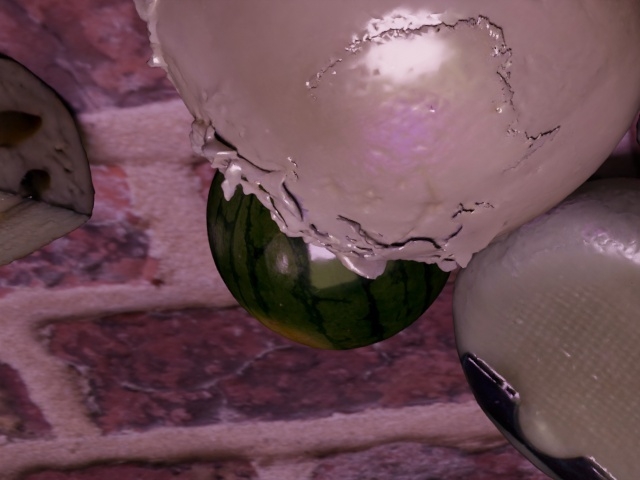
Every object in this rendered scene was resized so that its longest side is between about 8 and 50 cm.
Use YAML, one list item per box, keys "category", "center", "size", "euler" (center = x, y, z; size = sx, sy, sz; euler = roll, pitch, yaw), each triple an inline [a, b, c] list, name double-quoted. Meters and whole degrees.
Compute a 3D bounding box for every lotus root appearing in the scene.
- category: "lotus root"
  center: [-0.359, -0.055, 1.392]
  size: [0.267, 0.149, 0.260]
  euler: [18, 146, -42]

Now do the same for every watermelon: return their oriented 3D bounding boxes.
- category: "watermelon"
  center: [0.003, 0.005, 1.427]
  size: [0.204, 0.127, 0.232]
  euler: [1, 135, 11]

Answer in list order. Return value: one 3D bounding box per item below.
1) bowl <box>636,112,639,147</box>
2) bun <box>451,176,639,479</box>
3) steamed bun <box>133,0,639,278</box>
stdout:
- category: "bowl"
  center: [0.400, -0.061, 1.151]
  size: [0.353, 0.354, 0.185]
  euler: [19, 126, -15]
- category: "bun"
  center: [0.259, 0.063, 1.426]
  size: [0.293, 0.187, 0.293]
  euler: [15, 127, 21]
- category: "steamed bun"
  center: [0.059, -0.135, 1.170]
  size: [0.333, 0.233, 0.312]
  euler: [28, 136, -26]
